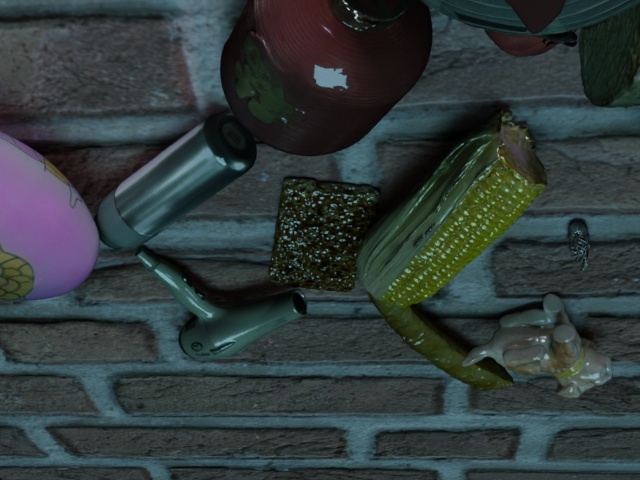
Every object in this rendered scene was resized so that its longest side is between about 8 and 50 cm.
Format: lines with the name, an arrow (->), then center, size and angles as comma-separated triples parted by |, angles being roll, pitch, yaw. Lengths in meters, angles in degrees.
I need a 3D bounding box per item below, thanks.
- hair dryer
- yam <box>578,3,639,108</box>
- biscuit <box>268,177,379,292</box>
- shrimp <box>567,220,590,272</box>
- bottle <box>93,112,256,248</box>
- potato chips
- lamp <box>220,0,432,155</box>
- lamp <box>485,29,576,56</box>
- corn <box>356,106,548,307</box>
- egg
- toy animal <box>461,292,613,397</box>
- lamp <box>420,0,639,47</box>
hair dryer -> -0.131, 0.084, 1.295 | 0.219, 0.088, 0.224 | -6, 132, 16
yam -> 0.389, -0.208, 0.788 | 0.305, 0.168, 0.168 | -6, 143, 10
biscuit -> 0.000, 0.000, 1.209 | 0.131, 0.025, 0.230 | 5, 144, -4
shrimp -> 0.346, 0.013, 1.191 | 0.029, 0.038, 0.092 | -10, 141, 19
bottle -> -0.178, -0.065, 1.092 | 0.254, 0.079, 0.096 | -31, 157, 35
potato chips -> 0.162, 0.135, 1.355 | 0.080, 0.057, 0.407 | -32, 132, 20
lamp -> -0.002, -0.180, 0.836 | 0.180, 0.180, 0.258 | 16, 160, -17
lamp -> 0.200, -0.224, 0.836 | 0.108, 0.092, 0.107 | -26, 146, -20
corn -> 0.153, -0.030, 1.087 | 0.123, 0.122, 0.305 | 33, 132, -11
egg -> -0.387, -0.031, 1.056 | 0.271, 0.196, 0.196 | 18, 142, -30
toy animal -> 0.337, 0.184, 1.374 | 0.184, 0.104, 0.185 | -27, 140, 28
lamp -> 0.150, -0.267, 0.659 | 0.265, 0.233, 0.233 | 32, 143, 9
